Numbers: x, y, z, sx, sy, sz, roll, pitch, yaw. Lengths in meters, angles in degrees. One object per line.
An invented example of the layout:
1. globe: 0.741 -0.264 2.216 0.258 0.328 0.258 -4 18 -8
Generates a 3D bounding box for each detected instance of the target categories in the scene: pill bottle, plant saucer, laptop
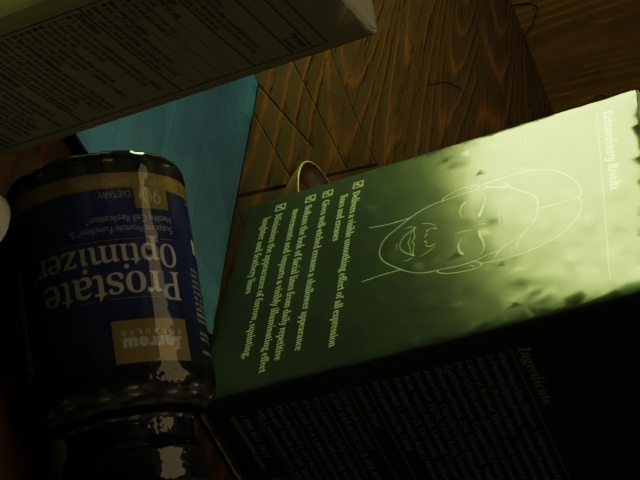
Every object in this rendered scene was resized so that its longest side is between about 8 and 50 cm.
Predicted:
1. pill bottle: -0.136 0.061 0.980 0.123 0.123 0.219 27 49 -65
2. plant saucer: 0.000 0.000 1.545 0.168 0.029 0.168 -17 90 -74
3. laptop: -0.070 -0.212 1.235 0.236 0.408 0.382 27 38 -18

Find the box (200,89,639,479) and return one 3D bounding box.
1. box: 0.130 0.077 1.295 0.293 0.396 0.212 -79 147 -53

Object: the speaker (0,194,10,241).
1. speaker: -0.242 -0.040 0.868 0.136 0.055 0.055 50 30 -49

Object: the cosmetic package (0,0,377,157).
1. cosmetic package: -0.133 -0.164 0.899 0.153 0.296 0.129 40 40 -59
